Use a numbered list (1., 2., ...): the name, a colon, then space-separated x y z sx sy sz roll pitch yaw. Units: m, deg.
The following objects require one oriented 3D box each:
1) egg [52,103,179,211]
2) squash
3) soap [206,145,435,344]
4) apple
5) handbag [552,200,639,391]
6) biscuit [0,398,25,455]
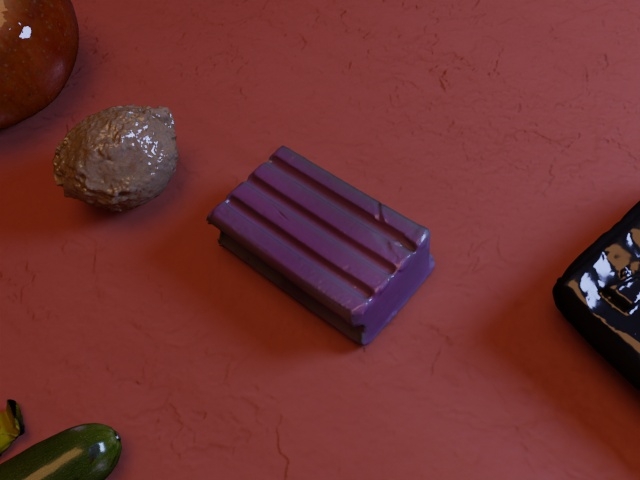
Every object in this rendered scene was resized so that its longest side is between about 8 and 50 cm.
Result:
1. egg: -0.221 -0.090 0.831 0.140 0.116 0.118 -16 84 2
2. squash: -0.287 0.238 0.659 0.252 0.066 0.066 -31 57 -8
3. soap: 0.000 0.000 0.755 0.203 0.065 0.122 34 69 28
4. apple: -0.405 -0.241 0.939 0.210 0.173 0.234 27 75 21
5. handbag: 0.364 0.062 0.628 0.244 0.088 0.275 -39 61 -11
6. biscuit: -0.401 0.252 0.699 0.292 0.026 0.048 -37 38 -13
